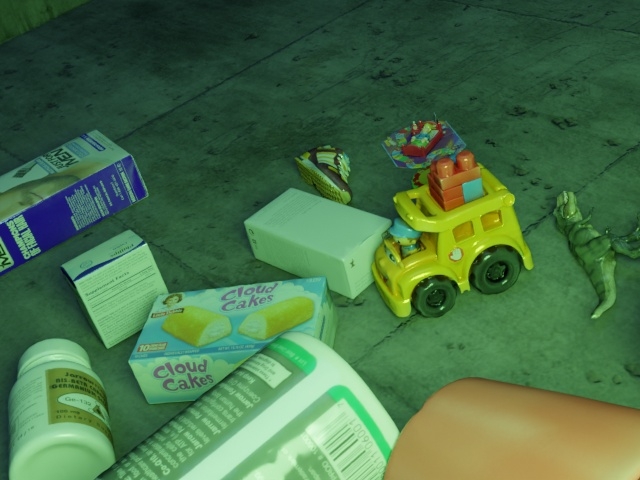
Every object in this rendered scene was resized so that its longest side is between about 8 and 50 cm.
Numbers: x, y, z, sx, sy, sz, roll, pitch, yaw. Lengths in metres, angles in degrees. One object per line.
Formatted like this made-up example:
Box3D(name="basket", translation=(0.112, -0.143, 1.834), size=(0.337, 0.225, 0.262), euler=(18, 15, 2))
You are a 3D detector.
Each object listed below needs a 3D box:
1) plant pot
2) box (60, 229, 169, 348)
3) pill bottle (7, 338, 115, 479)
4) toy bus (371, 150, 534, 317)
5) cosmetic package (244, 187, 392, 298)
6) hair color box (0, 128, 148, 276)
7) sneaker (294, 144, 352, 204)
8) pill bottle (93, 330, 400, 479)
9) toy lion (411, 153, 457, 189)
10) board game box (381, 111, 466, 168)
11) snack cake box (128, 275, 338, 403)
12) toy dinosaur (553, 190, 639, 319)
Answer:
Box3D(name="plant pot", translation=(0.206, 0.256, 0.889), size=(0.275, 0.275, 0.243), euler=(-37, 35, -28))
Box3D(name="box", translation=(-0.314, 0.074, 1.496), size=(0.126, 0.137, 0.072), euler=(-30, 34, -19))
Box3D(name="pill bottle", translation=(-0.348, 0.236, 1.280), size=(0.131, 0.131, 0.229), euler=(-21, 33, -6))
Box3D(name="toy bus", translation=(0.171, -0.022, 1.359), size=(0.220, 0.211, 0.149), euler=(-22, 35, -6))
Box3D(name="cosmetic package", translation=(0.000, 0.000, 1.519), size=(0.117, 0.086, 0.231), euler=(-38, 40, -28))
Box3D(name="hair color box", translation=(-0.527, -0.077, 1.845), size=(0.338, 0.110, 0.185), euler=(-33, 37, -20))
Box3D(name="sneaker", translation=(0.023, -0.125, 1.703), size=(0.084, 0.070, 0.185), euler=(-31, 36, -11))
Box3D(name="pill bottle", translation=(-0.104, 0.269, 0.944), size=(0.361, 0.204, 0.204), euler=(-36, 38, -21))
Box3D(name="toy lion", translation=(0.204, -0.102, 1.629), size=(0.096, 0.034, 0.100), euler=(-23, 33, 3))
Box3D(name="board game box", translation=(0.184, -0.190, 1.761), size=(0.133, 0.033, 0.169), euler=(-19, 33, -3))
Box3D(name="snack cake box", translation=(-0.117, 0.140, 1.357), size=(0.264, 0.089, 0.152), euler=(-7, 35, 14))
Box3D(name="toy dinosaur", translation=(0.405, 0.010, 1.344), size=(0.118, 0.064, 0.268), euler=(-24, 31, 15))
